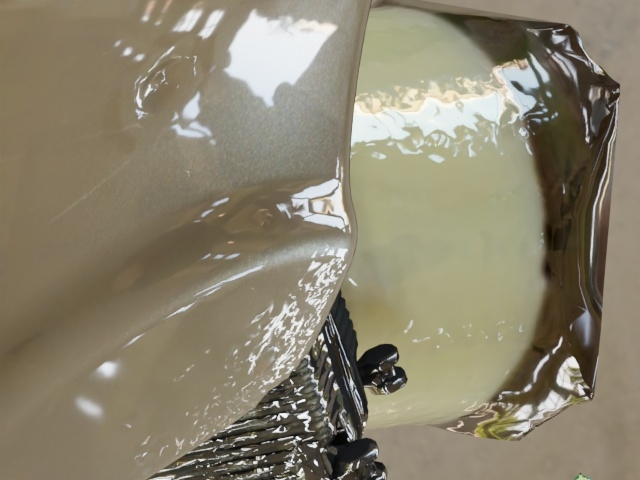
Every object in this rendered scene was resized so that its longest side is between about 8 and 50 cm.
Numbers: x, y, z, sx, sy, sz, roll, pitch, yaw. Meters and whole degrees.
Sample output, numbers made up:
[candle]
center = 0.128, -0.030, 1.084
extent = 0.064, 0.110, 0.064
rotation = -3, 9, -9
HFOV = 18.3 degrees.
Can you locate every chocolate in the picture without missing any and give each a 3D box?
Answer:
[chocolate]
center = 0.000, 0.000, 1.391
extent = 0.297, 0.326, 0.314
rotation = -15, 114, -46

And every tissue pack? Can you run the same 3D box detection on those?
[tissue pack]
center = -0.123, -0.106, 0.613
extent = 0.267, 0.277, 0.387
rotation = -26, 146, -39

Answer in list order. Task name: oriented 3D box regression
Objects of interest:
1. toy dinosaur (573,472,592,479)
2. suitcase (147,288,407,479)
[toy dinosaur]
center = 0.236, 0.232, 1.605
extent = 0.096, 0.059, 0.132
rotation = 13, 134, -24
[suitcase]
center = -0.142, 0.055, 1.189
extent = 0.152, 0.335, 0.230
rotation = -73, 148, -66
